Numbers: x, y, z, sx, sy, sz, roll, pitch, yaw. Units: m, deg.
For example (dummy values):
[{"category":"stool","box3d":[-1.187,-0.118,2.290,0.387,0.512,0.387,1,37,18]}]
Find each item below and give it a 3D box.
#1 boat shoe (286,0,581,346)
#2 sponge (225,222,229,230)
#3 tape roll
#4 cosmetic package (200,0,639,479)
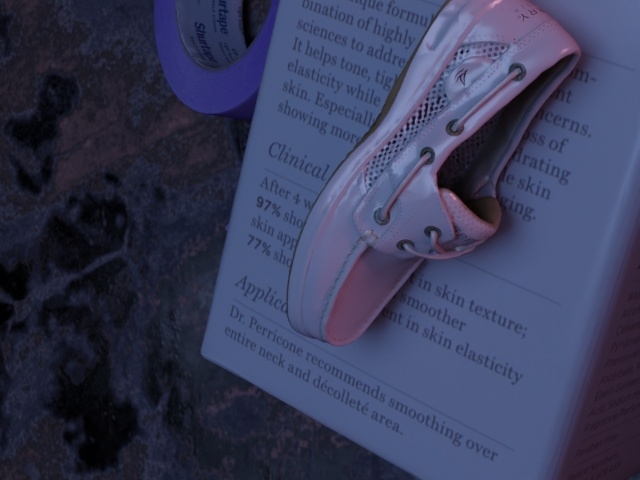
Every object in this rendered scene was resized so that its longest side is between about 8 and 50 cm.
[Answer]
[{"category":"boat shoe","box3d":[0.071,-0.030,0.848,0.096,0.098,0.277,41,116,28]},{"category":"sponge","box3d":[0.000,0.000,1.362,0.210,0.031,0.117,41,110,29]},{"category":"tape roll","box3d":[-0.064,-0.260,1.338,0.275,0.090,0.275,-8,80,51]},{"category":"cosmetic package","box3d":[0.160,-0.043,1.046,0.329,0.327,0.394,27,111,33]}]
